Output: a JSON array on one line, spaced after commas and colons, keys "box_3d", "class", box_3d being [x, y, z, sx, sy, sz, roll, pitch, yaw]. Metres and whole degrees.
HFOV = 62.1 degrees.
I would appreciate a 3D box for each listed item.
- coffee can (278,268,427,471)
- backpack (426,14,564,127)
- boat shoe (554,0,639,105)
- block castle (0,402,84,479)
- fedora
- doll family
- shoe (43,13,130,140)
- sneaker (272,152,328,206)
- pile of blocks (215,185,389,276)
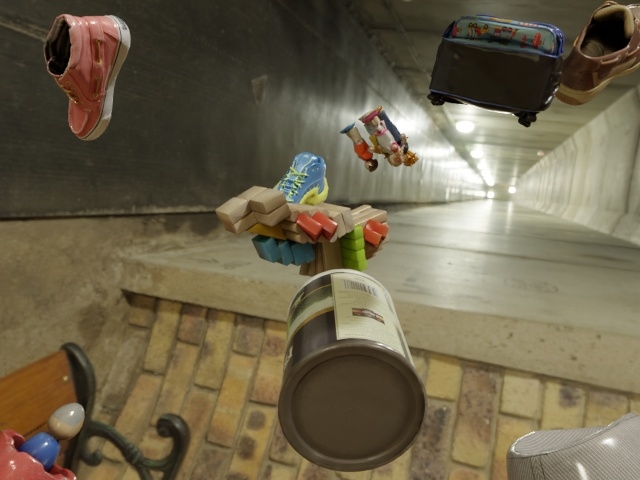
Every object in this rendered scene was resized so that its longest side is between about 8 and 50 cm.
[{"box_3d": [0.041, 0.186, 0.838, 0.275, 0.201, 0.202, -93, -175, -72], "class": "coffee can"}, {"box_3d": [0.242, -0.231, 0.705, 0.173, 0.158, 0.117, -34, 138, -54], "class": "backpack"}, {"box_3d": [0.566, -0.391, 1.024, 0.342, 0.123, 0.123, -36, 155, -24], "class": "boat shoe"}, {"box_3d": [-0.457, 0.117, 0.519, 0.213, 0.453, 0.303, -50, 133, -25], "class": "block castle"}, {"box_3d": [0.304, 0.262, 0.578, 0.243, 0.275, 0.124, -42, -128, 49], "class": "fedora"}, {"box_3d": [0.167, -0.249, 1.320, 0.163, 0.118, 0.263, 54, -9, -12], "class": "doll family"}, {"box_3d": [-0.304, -0.199, 0.663, 0.081, 0.063, 0.178, -23, 154, -53], "class": "shoe"}, {"box_3d": [-0.064, -0.114, 1.092, 0.240, 0.091, 0.126, -37, 140, -52], "class": "sneaker"}, {"box_3d": [0.000, 0.000, 0.918, 0.362, 0.112, 0.149, 6, 96, -40], "class": "pile of blocks"}]
